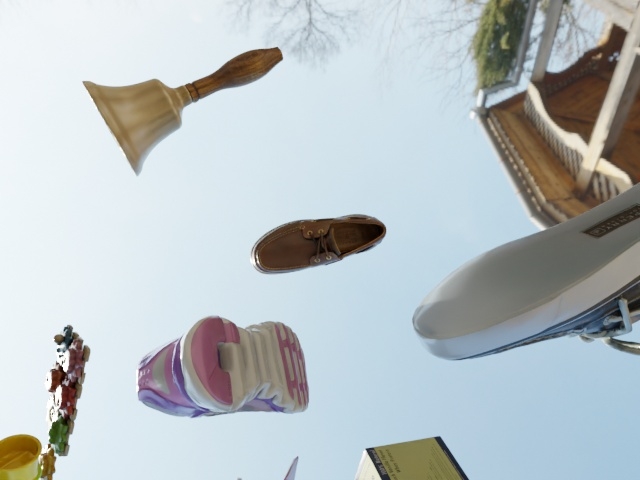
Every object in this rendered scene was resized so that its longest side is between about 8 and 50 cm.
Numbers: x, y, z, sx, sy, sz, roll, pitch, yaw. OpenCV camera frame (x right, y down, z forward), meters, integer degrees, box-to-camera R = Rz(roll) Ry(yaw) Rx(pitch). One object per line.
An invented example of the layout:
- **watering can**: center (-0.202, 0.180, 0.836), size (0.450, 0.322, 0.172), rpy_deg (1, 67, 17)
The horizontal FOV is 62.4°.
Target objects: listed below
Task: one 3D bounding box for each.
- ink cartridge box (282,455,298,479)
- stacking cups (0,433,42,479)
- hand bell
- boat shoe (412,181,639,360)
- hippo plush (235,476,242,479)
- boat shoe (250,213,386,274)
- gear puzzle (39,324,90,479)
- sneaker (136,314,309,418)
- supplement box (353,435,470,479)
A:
- **ink cartridge box**: center (-0.037, 0.462, 0.597), size (0.130, 0.272, 0.309), rpy_deg (14, -146, 14)
- **stacking cups**: center (-0.626, 0.548, 1.094), size (0.096, 0.316, 0.096), rpy_deg (11, -155, -5)
- **hand bell**: center (-0.155, -0.191, 0.670), size (0.242, 0.126, 0.126), rpy_deg (-30, -135, -13)
- **boat shoe**: center (0.230, 0.039, 0.450), size (0.306, 0.105, 0.113), rpy_deg (-28, -160, -6)
- **hippo plush**: center (-0.126, 0.595, 0.977), size (0.294, 0.237, 0.234), rpy_deg (-12, -163, -33)
- **boat shoe**: center (0.000, 0.000, 0.663), size (0.178, 0.064, 0.060), rpy_deg (-14, -177, -18)
- **gear puzzle**: center (-0.570, 0.359, 1.132), size (0.044, 0.339, 0.175), rpy_deg (10, -173, -41)
- **sneaker**: center (-0.091, 0.134, 0.530), size (0.104, 0.236, 0.095), rpy_deg (-22, -114, 18)
- **supplement box**: center (0.086, 0.230, 0.471), size (0.083, 0.056, 0.083), rpy_deg (0, -151, -24)
